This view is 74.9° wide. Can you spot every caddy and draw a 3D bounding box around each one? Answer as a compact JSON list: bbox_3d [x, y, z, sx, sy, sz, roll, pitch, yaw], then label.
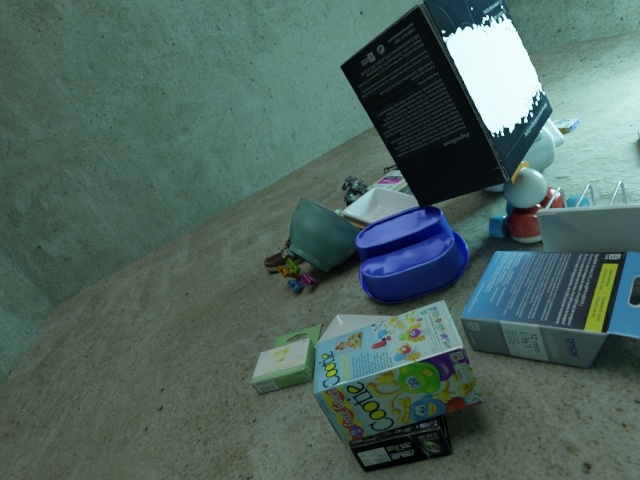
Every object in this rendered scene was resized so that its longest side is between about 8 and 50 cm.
[{"bbox_3d":[0.267,0.052,1.263,0.341,0.179,0.241,-20,47,13],"label":"caddy"}]

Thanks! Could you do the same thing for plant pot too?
[{"bbox_3d":[0.000,0.000,1.580,0.196,0.293,0.293,-59,29,-6],"label":"plant pot"}]

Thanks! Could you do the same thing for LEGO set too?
[{"bbox_3d":[-0.091,0.127,1.606,0.227,0.093,0.087,47,111,40],"label":"LEGO set"}]

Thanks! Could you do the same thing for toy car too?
[{"bbox_3d":[0.603,-0.135,1.198,0.210,0.238,0.219,-39,26,-27],"label":"toy car"}]

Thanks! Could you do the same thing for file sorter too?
[{"bbox_3d":[0.681,-0.027,0.948,0.277,0.193,0.173,-1,31,47],"label":"file sorter"}]

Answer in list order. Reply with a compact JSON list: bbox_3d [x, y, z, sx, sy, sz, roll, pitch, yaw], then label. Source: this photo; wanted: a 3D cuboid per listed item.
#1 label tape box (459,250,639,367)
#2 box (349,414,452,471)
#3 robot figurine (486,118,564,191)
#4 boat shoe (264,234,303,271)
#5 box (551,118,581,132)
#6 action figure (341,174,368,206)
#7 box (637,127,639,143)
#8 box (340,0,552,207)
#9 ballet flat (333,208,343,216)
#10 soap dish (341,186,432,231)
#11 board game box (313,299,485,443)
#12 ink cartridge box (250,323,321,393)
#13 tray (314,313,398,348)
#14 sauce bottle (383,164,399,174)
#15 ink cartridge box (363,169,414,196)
[{"bbox_3d":[0.514,0.136,0.887,0.347,0.115,0.249,1,35,44],"label":"label tape box"},{"bbox_3d":[0.155,0.360,0.842,0.180,0.078,0.147,-21,23,15],"label":"box"},{"bbox_3d":[0.690,-0.306,1.517,0.353,0.200,0.300,-28,-17,-2],"label":"robot figurine"},{"bbox_3d":[-0.101,0.023,1.791,0.341,0.123,0.123,-21,23,14],"label":"boat shoe"},{"bbox_3d":[1.018,-0.480,1.758,0.081,0.028,0.136,-36,26,-20],"label":"box"},{"bbox_3d":[0.174,-0.188,1.802,0.141,0.164,0.276,-41,30,20],"label":"action figure"},{"bbox_3d":[1.097,-0.323,1.317,0.145,0.038,0.186,-9,29,37],"label":"box"},{"bbox_3d":[0.390,-0.436,1.213,0.297,0.472,0.480,-19,20,50],"label":"box"},{"bbox_3d":[0.098,-0.102,1.896,0.086,0.086,0.248,-33,23,-14],"label":"ballet flat"},{"bbox_3d":[0.246,-0.087,1.599,0.229,0.118,0.290,-37,35,-22],"label":"soap dish"},{"bbox_3d":[0.141,0.251,0.802,0.275,0.142,0.144,-21,23,12],"label":"board game box"},{"bbox_3d":[-0.093,0.326,1.226,0.171,0.056,0.235,-21,25,18],"label":"ink cartridge box"},{"bbox_3d":[0.122,0.264,1.149,0.270,0.030,0.145,-7,31,40],"label":"tray"},{"bbox_3d":[0.480,-0.381,2.040,0.344,0.111,0.111,-22,23,16],"label":"sauce bottle"},{"bbox_3d":[0.343,-0.242,1.916,0.193,0.088,0.234,-36,25,-22],"label":"ink cartridge box"}]
